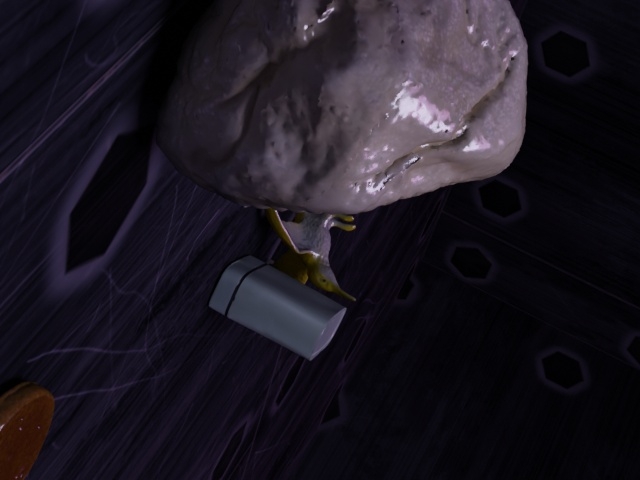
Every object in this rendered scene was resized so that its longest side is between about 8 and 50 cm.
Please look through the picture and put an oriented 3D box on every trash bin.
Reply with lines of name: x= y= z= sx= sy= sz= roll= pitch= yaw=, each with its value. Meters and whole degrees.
trash bin: x=-0.047 y=0.075 z=1.405 sx=0.059 sy=0.130 sz=0.116 roll=-64 pitch=171 yaw=14

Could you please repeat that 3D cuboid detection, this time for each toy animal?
toy animal: x=0.000 y=0.000 z=1.446 sx=0.095 sy=0.155 sz=0.219 roll=-50 pitch=159 yaw=-19

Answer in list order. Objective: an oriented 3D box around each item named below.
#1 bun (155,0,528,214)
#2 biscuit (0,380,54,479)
bun: x=0.022 y=-0.135 z=0.927 sx=0.281 sy=0.282 sz=0.204 roll=-43 pitch=133 yaw=-65
biscuit: x=-0.249 y=0.174 z=0.893 sx=0.175 sy=0.026 sz=0.124 roll=-57 pitch=168 yaw=-35
